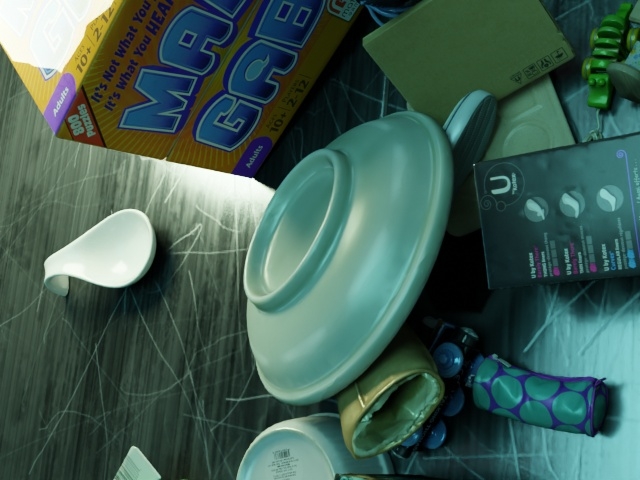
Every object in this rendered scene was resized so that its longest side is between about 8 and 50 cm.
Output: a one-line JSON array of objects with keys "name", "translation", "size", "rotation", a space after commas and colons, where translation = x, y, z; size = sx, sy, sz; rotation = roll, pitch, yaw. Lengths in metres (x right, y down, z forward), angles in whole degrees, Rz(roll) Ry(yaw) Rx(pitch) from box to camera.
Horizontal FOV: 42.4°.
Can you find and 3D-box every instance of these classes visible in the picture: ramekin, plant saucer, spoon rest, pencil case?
[{"name": "ramekin", "translation": [-0.015, 0.328, 1.071], "size": [0.207, 0.109, 0.207], "rotation": [-10, 73, 35]}, {"name": "plant saucer", "translation": [0.000, 0.000, 1.027], "size": [0.400, 0.100, 0.400], "rotation": [-45, 29, 34]}, {"name": "spoon rest", "translation": [-0.392, 0.034, 1.441], "size": [0.276, 0.084, 0.137], "rotation": [-21, 67, 32]}, {"name": "pencil case", "translation": [0.248, 0.175, 0.943], "size": [0.151, 0.064, 0.070], "rotation": [8, 99, 37]}]

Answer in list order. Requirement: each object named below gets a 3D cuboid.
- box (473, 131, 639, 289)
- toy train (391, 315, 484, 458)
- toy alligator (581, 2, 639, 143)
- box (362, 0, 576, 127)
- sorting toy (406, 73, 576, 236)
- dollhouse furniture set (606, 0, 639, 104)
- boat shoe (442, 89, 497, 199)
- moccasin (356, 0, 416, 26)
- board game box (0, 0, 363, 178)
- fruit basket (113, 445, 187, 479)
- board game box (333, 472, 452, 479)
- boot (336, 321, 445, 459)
[{"name": "box", "translation": [0.321, -0.035, 0.864], "size": [0.270, 0.165, 0.143], "rotation": [-9, 87, 34]}, {"name": "toy train", "translation": [0.125, 0.178, 1.027], "size": [0.105, 0.080, 0.184], "rotation": [35, 100, 43]}, {"name": "toy alligator", "translation": [0.337, -0.200, 0.981], "size": [0.056, 0.051, 0.190], "rotation": [14, 87, 38]}, {"name": "box", "translation": [0.178, -0.233, 0.997], "size": [0.201, 0.164, 0.021], "rotation": [-28, 32, 28]}, {"name": "sorting toy", "translation": [0.222, -0.132, 1.064], "size": [0.193, 0.038, 0.208], "rotation": [-26, 68, 29]}, {"name": "dollhouse furniture set", "translation": [0.437, -0.233, 0.836], "size": [0.242, 0.161, 0.212], "rotation": [31, 93, 35]}, {"name": "boat shoe", "translation": [0.139, -0.092, 1.038], "size": [0.076, 0.083, 0.226], "rotation": [33, 102, 33]}, {"name": "moccasin", "translation": [0.094, -0.344, 1.074], "size": [0.138, 0.342, 0.117], "rotation": [41, 123, 0]}, {"name": "board game box", "translation": [-0.221, -0.359, 1.216], "size": [0.356, 0.356, 0.356], "rotation": [-55, 53, 22]}, {"name": "fruit basket", "translation": [-0.253, 0.534, 1.194], "size": [0.327, 0.165, 0.353], "rotation": [45, 122, 35]}, {"name": "board game box", "translation": [0.117, 0.285, 0.935], "size": [0.126, 0.186, 0.026], "rotation": [-2, 75, 36]}, {"name": "boot", "translation": [0.027, 0.171, 1.006], "size": [0.236, 0.089, 0.269], "rotation": [-53, 20, 15]}]
